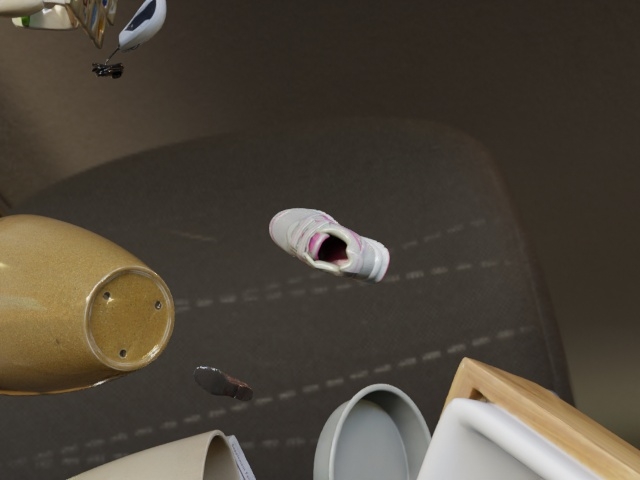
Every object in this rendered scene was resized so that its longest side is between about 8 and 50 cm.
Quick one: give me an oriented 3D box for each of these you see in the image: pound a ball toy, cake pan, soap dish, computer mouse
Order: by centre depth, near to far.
[{"bbox_3d":[0.153,0.254,0.592,0.118,0.229,0.291,-7,-60,-44],"label":"soap dish"},{"bbox_3d":[-0.414,-0.460,1.332,0.135,0.319,0.208,0,-7,-9],"label":"pound a ball toy"},{"bbox_3d":[0.090,0.381,1.418,0.054,0.293,0.293,-13,-27,39],"label":"cake pan"},{"bbox_3d":[-0.338,-0.370,1.609,0.193,0.042,0.106,-50,-1,5],"label":"computer mouse"}]

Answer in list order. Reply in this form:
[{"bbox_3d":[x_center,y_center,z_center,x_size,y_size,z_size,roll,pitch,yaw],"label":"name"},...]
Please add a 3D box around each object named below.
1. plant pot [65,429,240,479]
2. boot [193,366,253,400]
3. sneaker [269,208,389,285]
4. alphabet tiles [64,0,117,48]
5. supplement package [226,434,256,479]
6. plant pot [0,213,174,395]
[{"bbox_3d":[-0.237,0.362,0.997,0.273,0.257,0.256,-8,-29,3],"label":"plant pot"},{"bbox_3d":[-0.167,0.216,1.381,0.106,0.037,0.114,32,-7,-23],"label":"boot"},{"bbox_3d":[0.000,0.000,1.611,0.252,0.103,0.111,20,2,32],"label":"sneaker"},{"bbox_3d":[-0.338,-0.461,1.339,0.011,0.285,0.342,8,-4,-2],"label":"alphabet tiles"},{"bbox_3d":[-0.227,0.445,1.436,0.139,0.134,0.244,-15,14,36],"label":"supplement package"},{"bbox_3d":[-0.296,0.086,1.062,0.254,0.237,0.237,1,-17,45],"label":"plant pot"}]
